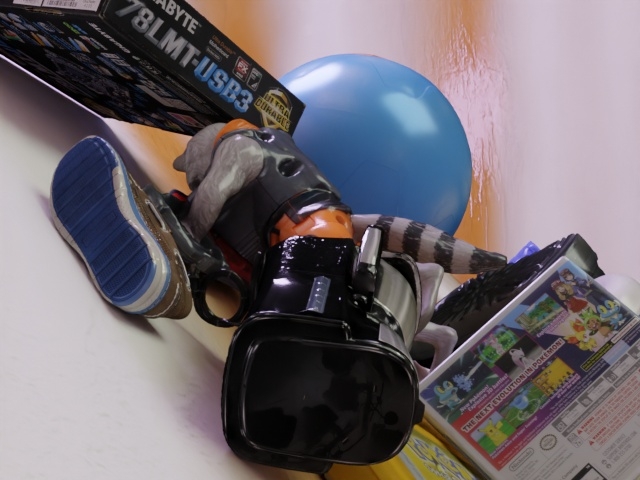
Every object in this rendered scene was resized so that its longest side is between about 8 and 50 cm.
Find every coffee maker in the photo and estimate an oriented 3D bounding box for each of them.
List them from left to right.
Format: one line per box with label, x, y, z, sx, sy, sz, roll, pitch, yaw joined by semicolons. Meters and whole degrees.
coffee maker;-0.016;0.075;0.777;0.178;0.171;0.120;-69;144;-72

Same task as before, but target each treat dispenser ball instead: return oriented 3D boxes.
treat dispenser ball;0.040;-0.084;1.396;0.288;0.288;0.288;40;7;-6

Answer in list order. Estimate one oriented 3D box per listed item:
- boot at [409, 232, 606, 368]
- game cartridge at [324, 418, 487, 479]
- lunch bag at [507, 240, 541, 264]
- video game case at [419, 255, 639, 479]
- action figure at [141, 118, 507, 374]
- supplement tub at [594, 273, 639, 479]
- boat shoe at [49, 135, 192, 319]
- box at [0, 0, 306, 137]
boot;0.326;0.236;1.403;0.445;0.146;0.367;51;-27;-4
game cartridge;0.100;0.204;0.897;0.285;0.053;0.324;36;9;-35
lunch bag;0.339;0.137;1.913;0.293;0.221;0.138;35;9;-40
video game case;0.209;0.133;0.987;0.183;0.201;0.023;43;-18;26
action figure;0.000;0.000;1.084;0.330;0.178;0.341;38;1;21
supplement tub;0.317;0.221;1.130;0.325;0.235;0.235;48;7;1
boat shoe;-0.147;-0.004;0.845;0.066;0.066;0.183;41;15;-47
box;-0.210;-0.192;1.160;0.293;0.073;0.295;16;-11;38
